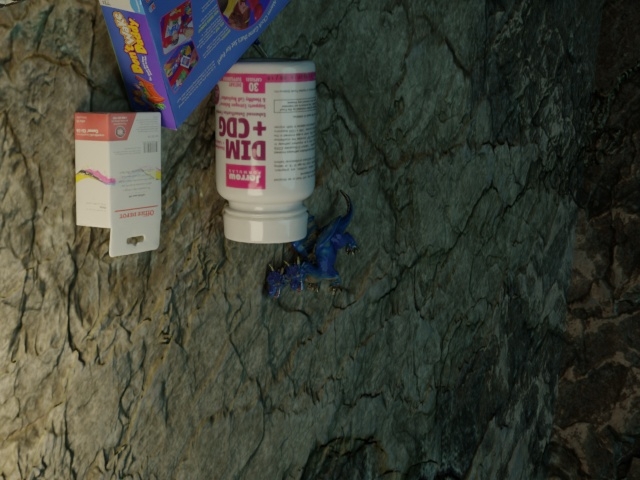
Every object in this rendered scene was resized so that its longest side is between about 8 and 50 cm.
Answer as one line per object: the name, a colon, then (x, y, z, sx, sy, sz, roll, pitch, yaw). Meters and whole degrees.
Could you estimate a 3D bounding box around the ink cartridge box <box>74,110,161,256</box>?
ink cartridge box: (-0.283, -0.082, 1.680, 0.115, 0.067, 0.198, -10, 103, -58)

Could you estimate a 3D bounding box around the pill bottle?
pill bottle: (-0.087, -0.145, 1.902, 0.160, 0.160, 0.283, -17, 110, -57)

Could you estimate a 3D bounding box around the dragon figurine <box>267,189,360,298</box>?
dragon figurine: (0.000, 0.000, 2.148, 0.289, 0.085, 0.144, -65, 145, -25)

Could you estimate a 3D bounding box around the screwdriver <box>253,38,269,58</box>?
screwdriver: (-0.097, -0.321, 1.987, 0.025, 0.024, 0.170, -49, 146, 0)

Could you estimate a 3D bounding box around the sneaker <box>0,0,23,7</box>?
sneaker: (-0.421, -0.325, 1.427, 0.162, 0.063, 0.073, 0, 80, -65)

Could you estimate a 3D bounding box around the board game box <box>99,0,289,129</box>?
board game box: (-0.172, -0.361, 1.747, 0.347, 0.078, 0.233, -55, 150, -36)
